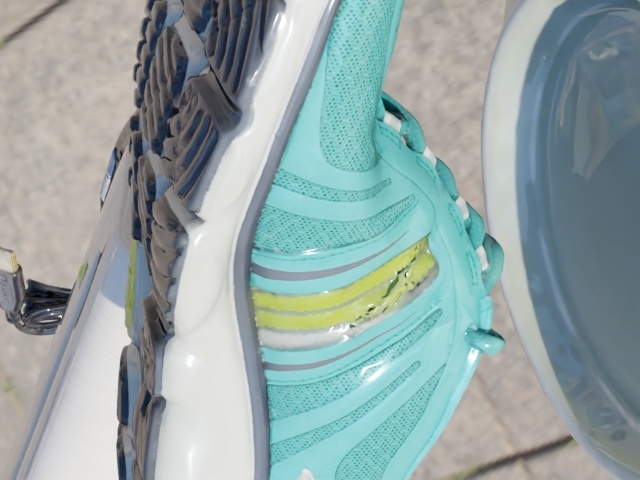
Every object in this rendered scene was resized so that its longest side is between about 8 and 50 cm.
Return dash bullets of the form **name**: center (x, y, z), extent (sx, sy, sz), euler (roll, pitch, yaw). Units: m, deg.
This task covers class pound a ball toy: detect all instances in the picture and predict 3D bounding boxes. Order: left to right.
- **pound a ball toy**: center (-0.117, 0.119, 0.846), extent (0.208, 0.136, 0.319), euler (17, 120, -13)

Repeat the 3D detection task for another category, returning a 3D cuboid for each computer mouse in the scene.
- **computer mouse**: center (-0.143, -0.025, 1.316), extent (0.262, 0.184, 0.060), euler (102, 155, -56)

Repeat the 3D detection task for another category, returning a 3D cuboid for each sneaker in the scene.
- **sneaker**: center (0.000, 0.000, 0.545), extent (0.107, 0.110, 0.275), euler (-107, 19, -51)

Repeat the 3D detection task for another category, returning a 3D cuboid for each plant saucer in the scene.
- **plant saucer**: center (0.153, -0.010, 0.724), extent (0.400, 0.100, 0.401), euler (167, 90, -69)
